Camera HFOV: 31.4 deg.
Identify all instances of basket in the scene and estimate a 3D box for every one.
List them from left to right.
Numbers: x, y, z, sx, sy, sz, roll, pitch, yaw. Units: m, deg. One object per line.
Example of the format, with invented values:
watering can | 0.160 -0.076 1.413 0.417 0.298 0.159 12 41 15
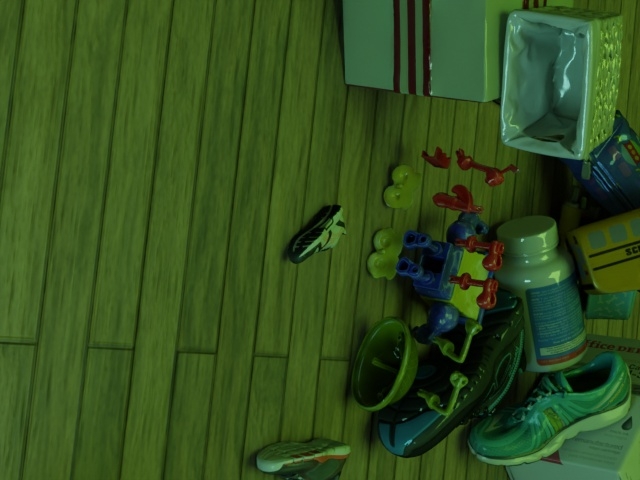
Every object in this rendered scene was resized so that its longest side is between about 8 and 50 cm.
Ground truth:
basket | 0.290 -0.194 1.350 0.103 0.113 0.167 -26 124 -46

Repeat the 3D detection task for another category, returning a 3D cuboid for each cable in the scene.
cable | 0.409 0.053 1.914 0.139 0.072 0.287 23 87 -66

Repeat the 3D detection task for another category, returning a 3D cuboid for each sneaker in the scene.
sneaker | -0.018 0.284 1.398 0.158 0.061 0.064 5 95 -49
sneaker | 0.000 0.000 1.414 0.109 0.040 0.043 -44 126 -39
sneaker | 0.206 0.212 1.607 0.341 0.125 0.139 -40 123 -40
sneaker | 0.343 0.247 1.720 0.275 0.107 0.110 -24 130 -12

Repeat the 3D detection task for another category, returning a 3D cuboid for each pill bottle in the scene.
pill bottle | 0.335 0.080 1.751 0.124 0.124 0.221 -33 118 -44

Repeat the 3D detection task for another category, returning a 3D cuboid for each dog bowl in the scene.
dog bowl | 0.528 0.004 1.968 0.166 0.074 0.297 63 44 -63

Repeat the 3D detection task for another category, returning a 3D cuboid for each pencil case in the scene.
pencil case | 0.508 -0.065 1.830 0.306 0.119 0.133 54 41 2

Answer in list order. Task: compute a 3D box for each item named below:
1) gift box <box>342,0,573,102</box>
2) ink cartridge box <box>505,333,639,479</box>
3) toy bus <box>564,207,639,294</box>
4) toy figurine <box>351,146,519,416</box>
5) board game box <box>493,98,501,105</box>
gift box | 0.179 -0.337 1.457 0.276 0.255 0.258 -29 123 -49
ink cartridge box | 0.449 0.288 1.835 0.283 0.207 0.117 -51 130 -36
toy bus | 0.552 -0.004 1.716 0.108 0.333 0.130 70 2 -85
toy figurine | 0.193 0.079 1.545 0.217 0.191 0.362 29 72 -52
board game box | 0.330 -0.261 1.799 0.260 0.030 0.136 18 77 -49
